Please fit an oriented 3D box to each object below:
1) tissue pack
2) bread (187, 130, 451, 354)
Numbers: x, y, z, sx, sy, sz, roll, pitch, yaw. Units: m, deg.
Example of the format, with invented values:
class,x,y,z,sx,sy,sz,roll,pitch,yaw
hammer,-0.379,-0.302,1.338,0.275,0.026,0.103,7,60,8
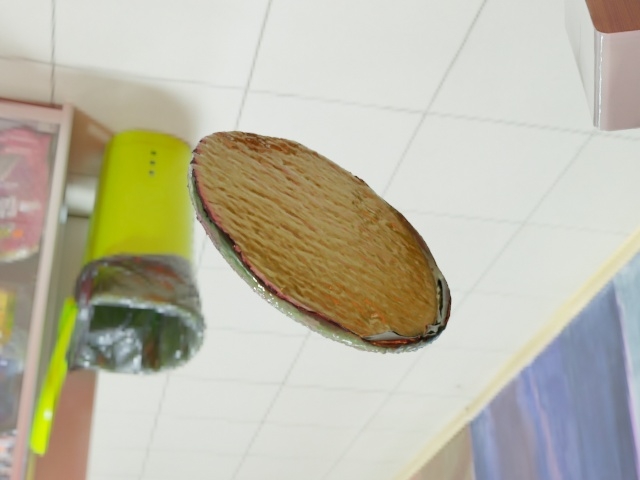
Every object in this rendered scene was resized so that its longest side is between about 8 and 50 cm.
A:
class,x,y,z,sx,sy,sz,roll,pitch,yaw
tissue pack,0.377,-0.257,1.193,0.159,0.246,0.136,-6,133,6
bread,0.000,0.000,0.766,0.228,0.228,0.033,18,124,-30
